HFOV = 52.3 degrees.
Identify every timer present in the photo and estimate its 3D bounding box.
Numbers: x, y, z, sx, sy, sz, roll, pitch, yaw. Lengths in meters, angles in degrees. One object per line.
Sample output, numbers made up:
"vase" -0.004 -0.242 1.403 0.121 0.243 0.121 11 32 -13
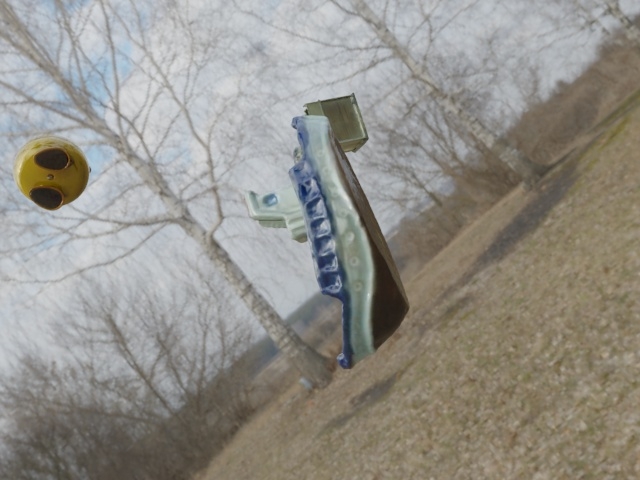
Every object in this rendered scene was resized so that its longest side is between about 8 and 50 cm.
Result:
"timer" -0.396 -0.105 0.966 0.107 0.107 0.109 -40 27 -2

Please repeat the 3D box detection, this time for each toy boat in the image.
"toy boat" 0.000 0.000 0.666 0.115 0.262 0.114 -25 -10 11

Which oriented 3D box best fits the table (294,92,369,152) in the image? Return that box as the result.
"table" 0.015 -0.170 0.987 0.083 0.079 0.062 -15 -8 -22
